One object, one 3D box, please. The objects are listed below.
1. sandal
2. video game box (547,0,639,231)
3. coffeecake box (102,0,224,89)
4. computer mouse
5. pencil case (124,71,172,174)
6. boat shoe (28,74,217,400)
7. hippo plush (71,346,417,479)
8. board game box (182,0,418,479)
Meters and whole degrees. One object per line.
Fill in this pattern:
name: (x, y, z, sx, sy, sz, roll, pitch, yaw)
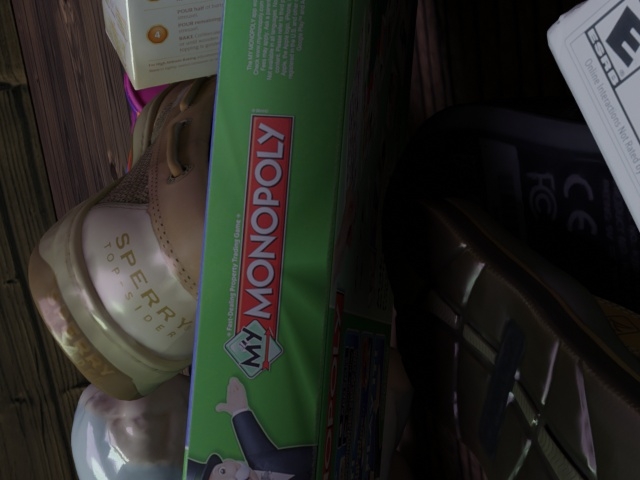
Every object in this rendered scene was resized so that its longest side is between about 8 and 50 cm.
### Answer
sandal: (0.082, 0.059, 0.373, 0.219, 0.060, 0.090, -123, 37, -54)
video game box: (0.150, -0.002, 0.237, 0.187, 0.048, 0.205, -42, 67, 57)
coffeecake box: (-0.038, -0.180, 0.613, 0.068, 0.142, 0.186, -121, 25, -46)
computer mouse: (0.122, 0.018, 0.409, 0.272, 0.072, 0.189, 18, 119, 56)
pencil case: (-0.116, -0.064, 1.030, 0.236, 0.104, 0.104, 111, 141, -60)
boat shoe: (-0.038, -0.033, 0.683, 0.122, 0.110, 0.341, 52, -158, -14)
hippo plush: (-0.019, 0.189, 0.664, 0.236, 0.294, 0.234, 34, 157, 54)
board game box: (0.000, 0.000, 0.498, 0.213, 0.046, 0.317, 32, -117, -79)
